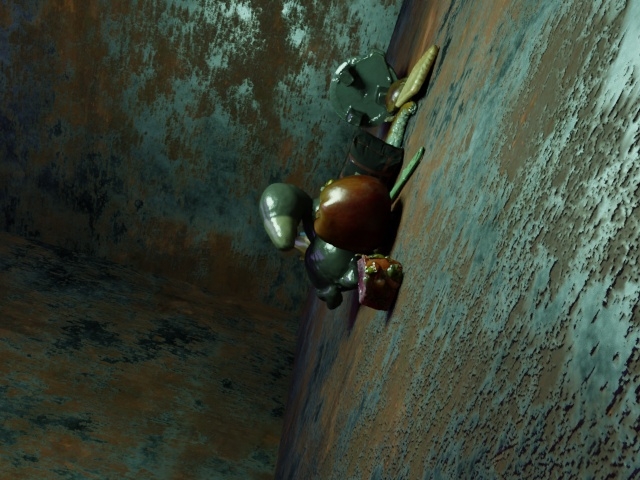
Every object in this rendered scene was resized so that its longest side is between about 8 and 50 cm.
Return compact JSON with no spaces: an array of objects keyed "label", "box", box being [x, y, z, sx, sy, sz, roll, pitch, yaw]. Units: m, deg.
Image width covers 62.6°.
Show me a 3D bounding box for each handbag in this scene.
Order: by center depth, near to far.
[{"label":"handbag","box":[0.155,-0.229,1.673,0.155,0.169,0.215,-73,5,-46]}]

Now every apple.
[{"label":"apple","box":[0.099,-0.074,1.456,0.234,0.234,0.234,-164,90,-86]}]

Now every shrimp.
[{"label":"shrimp","box":[0.263,-0.363,1.676,0.166,0.049,0.161,148,140,-73]}]

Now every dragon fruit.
[{"label":"dragon fruit","box":[0.136,0.078,1.213,0.096,0.102,0.147,99,175,-58]}]

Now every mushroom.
[{"label":"mushroom","box":[0.268,-0.497,1.856,0.135,0.080,0.171,-59,-8,-62]}]

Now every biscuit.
[{"label":"biscuit","box":[0.301,-0.508,1.653,0.160,0.030,0.250,-64,4,2]}]

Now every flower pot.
[{"label":"flower pot","box":[0.181,-0.608,2.072,0.283,0.299,0.299,-65,-6,-61]}]

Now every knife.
[{"label":"knife","box":[0.231,-0.175,1.462,0.293,0.019,0.043,116,171,-66]}]

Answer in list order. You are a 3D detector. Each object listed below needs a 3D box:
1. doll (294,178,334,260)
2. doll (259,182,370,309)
[{"label":"doll","box":[0.018,-0.063,2.195,0.340,0.209,0.318,-48,-16,-9]},{"label":"doll","box":[-0.018,0.021,1.638,0.252,0.378,0.382,117,153,-45]}]
